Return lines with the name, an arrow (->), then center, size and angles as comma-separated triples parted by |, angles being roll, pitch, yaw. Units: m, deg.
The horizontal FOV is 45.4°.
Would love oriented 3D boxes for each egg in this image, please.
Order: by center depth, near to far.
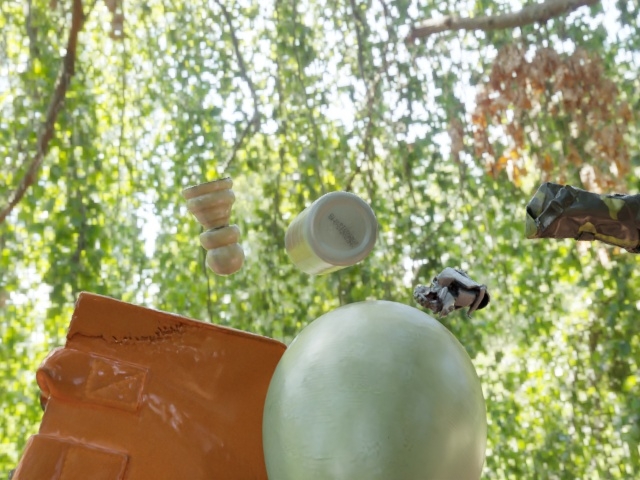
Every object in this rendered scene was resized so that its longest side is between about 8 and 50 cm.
egg -> 0.051, 0.193, 0.738 | 0.219, 0.295, 0.218 | 3, -47, 3

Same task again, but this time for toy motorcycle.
toy motorcycle -> 0.277, 0.117, 1.597 | 0.215, 0.122, 0.080 | -22, -41, -55

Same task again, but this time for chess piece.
chess piece -> -0.183, -0.021, 1.371 | 0.094, 0.170, 0.094 | -15, -1, 0

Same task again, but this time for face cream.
face cream -> 0.000, 0.000, 1.111 | 0.101, 0.101, 0.252 | -3, -7, -14

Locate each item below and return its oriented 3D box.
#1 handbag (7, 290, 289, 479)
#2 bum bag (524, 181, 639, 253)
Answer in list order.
handbag -> -0.177, 0.280, 0.801 | 0.304, 0.410, 0.116 | 17, -37, -15
bum bag -> 0.468, -0.038, 1.315 | 0.233, 0.106, 0.060 | 6, 8, 1
